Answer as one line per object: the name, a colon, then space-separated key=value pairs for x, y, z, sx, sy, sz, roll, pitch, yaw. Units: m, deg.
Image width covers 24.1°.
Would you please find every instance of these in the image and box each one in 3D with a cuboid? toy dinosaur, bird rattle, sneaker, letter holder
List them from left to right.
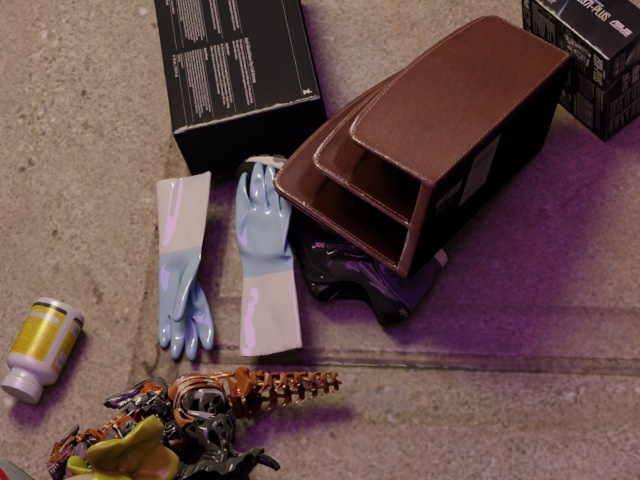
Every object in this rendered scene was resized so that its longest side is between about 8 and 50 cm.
bird rattle: x=-0.222 y=0.280 z=1.426 sx=0.207 sy=0.143 sz=0.253 roll=47 pitch=34 yaw=17
toy dinosaur: x=-0.138 y=0.214 z=1.650 sx=0.322 sy=0.164 sz=0.218 roll=-37 pitch=46 yaw=7
sneaker: x=0.000 y=0.000 z=1.762 sx=0.283 sy=0.107 sz=0.124 roll=27 pitch=76 yaw=22
letter holder: x=0.111 y=-0.138 z=1.719 sx=0.214 sy=0.152 sz=0.302 roll=33 pitch=50 yaw=19

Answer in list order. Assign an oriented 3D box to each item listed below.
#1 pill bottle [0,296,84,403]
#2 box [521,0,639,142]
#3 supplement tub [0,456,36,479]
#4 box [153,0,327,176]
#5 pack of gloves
pill bottle: x=-0.331 y=0.131 z=1.768 sx=0.065 sy=0.065 sz=0.116 roll=15 pitch=65 yaw=17
box: x=0.317 y=-0.228 z=1.781 sx=0.077 sy=0.180 sz=0.147 roll=-38 pitch=62 yaw=-11
supplement tub: x=-0.283 y=0.379 z=1.554 sx=0.316 sy=0.194 sz=0.194 roll=31 pitch=71 yaw=22
box: x=-0.100 y=-0.221 z=1.880 sx=0.184 sy=0.103 sz=0.261 roll=-15 pitch=52 yaw=5
pack of gloves: x=-0.120 y=0.023 z=1.748 sx=0.195 sy=0.046 sz=0.232 roll=-11 pitch=74 yaw=29
